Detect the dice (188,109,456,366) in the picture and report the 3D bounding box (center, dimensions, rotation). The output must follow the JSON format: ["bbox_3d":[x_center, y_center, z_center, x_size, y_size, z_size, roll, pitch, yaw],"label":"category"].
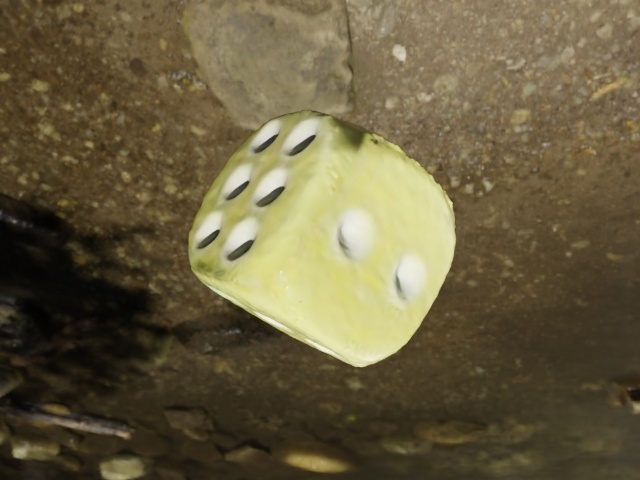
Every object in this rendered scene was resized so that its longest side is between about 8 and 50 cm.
[{"bbox_3d":[0.000,0.000,0.587,0.169,0.169,0.166,37,165,-33],"label":"dice"}]
